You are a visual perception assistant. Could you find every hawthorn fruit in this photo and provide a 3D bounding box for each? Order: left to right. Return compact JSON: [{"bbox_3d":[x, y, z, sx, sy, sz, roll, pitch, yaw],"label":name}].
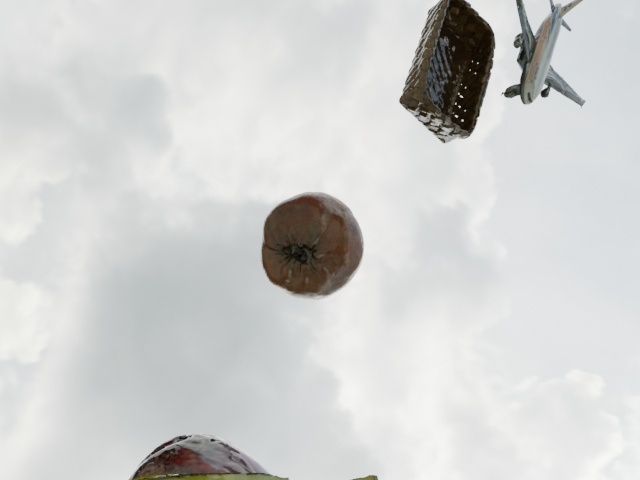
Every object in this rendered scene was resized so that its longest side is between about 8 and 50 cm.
[{"bbox_3d":[0.000,-0.006,1.395,0.149,0.189,0.149,16,-52,22],"label":"hawthorn fruit"}]

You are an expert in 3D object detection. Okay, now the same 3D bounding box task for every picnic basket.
[{"bbox_3d":[0.163,-0.219,1.311,0.055,0.110,0.193,-18,-137,47],"label":"picnic basket"}]

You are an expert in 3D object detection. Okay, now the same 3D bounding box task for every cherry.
[{"bbox_3d":[-0.114,0.292,1.024,0.195,0.195,0.195,-11,-107,38],"label":"cherry"}]

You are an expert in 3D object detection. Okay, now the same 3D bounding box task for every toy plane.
[{"bbox_3d":[0.272,-0.234,1.256,0.058,0.226,0.226,-6,-140,44],"label":"toy plane"}]

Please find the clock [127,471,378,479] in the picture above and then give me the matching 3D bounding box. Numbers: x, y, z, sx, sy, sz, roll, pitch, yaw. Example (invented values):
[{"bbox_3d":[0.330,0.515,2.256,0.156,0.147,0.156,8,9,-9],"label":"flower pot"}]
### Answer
[{"bbox_3d":[-0.122,0.236,0.695,0.277,0.293,0.071,121,-38,-51],"label":"clock"}]
